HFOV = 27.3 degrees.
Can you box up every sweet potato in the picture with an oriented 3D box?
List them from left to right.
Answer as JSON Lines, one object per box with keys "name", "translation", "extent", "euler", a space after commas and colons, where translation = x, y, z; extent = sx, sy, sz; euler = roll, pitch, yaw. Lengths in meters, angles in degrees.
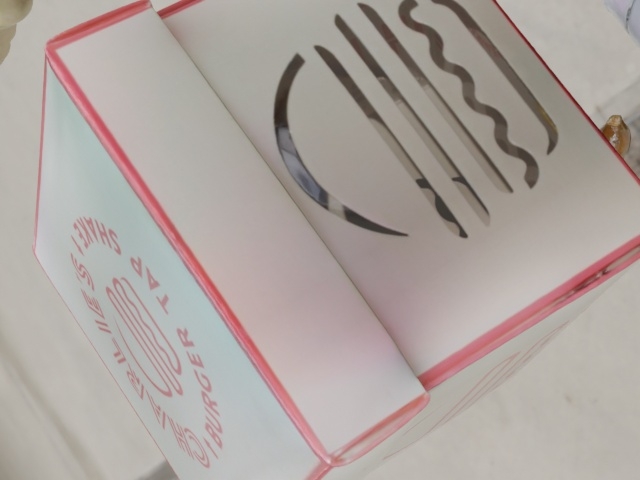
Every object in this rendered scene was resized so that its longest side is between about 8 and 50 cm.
{"name": "sweet potato", "translation": [0.364, -0.087, 1.740], "extent": [0.056, 0.056, 0.195], "euler": [44, 138, 33]}

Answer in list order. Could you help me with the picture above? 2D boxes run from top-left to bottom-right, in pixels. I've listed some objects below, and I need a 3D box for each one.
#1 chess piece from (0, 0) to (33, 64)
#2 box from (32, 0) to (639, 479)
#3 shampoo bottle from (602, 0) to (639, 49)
{"name": "chess piece", "translation": [-0.346, -0.353, 1.416], "extent": [0.117, 0.117, 0.397], "euler": [45, 136, 32]}
{"name": "box", "translation": [0.000, 0.000, 0.938], "extent": [0.314, 0.300, 0.312], "euler": [55, 156, 13]}
{"name": "shampoo bottle", "translation": [0.541, -0.334, 1.759], "extent": [0.266, 0.273, 0.273], "euler": [42, 155, 24]}
